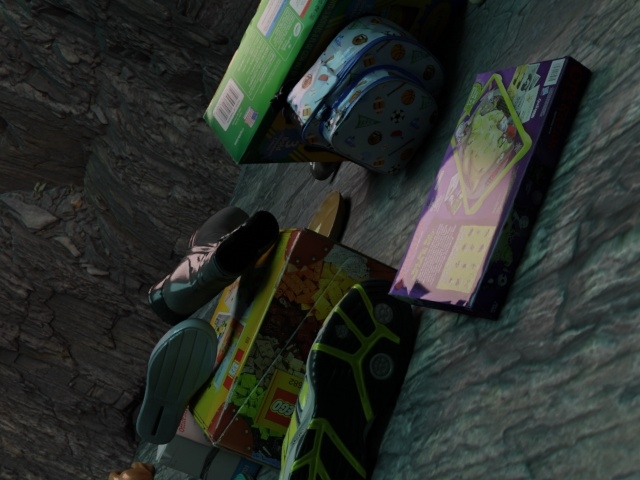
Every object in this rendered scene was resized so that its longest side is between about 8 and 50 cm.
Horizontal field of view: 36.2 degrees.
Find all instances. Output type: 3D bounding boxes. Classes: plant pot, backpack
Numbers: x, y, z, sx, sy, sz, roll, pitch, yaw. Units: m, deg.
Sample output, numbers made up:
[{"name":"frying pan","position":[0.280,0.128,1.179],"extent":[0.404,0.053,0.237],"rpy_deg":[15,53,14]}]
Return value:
[{"name":"plant pot","position":[0.000,0.000,2.190],"extent":[0.236,0.032,0.236],"rpy_deg":[-61,14,26]},{"name":"backpack","position":[0.094,-0.270,1.809],"extent":[0.213,0.276,0.263],"rpy_deg":[44,109,43]}]

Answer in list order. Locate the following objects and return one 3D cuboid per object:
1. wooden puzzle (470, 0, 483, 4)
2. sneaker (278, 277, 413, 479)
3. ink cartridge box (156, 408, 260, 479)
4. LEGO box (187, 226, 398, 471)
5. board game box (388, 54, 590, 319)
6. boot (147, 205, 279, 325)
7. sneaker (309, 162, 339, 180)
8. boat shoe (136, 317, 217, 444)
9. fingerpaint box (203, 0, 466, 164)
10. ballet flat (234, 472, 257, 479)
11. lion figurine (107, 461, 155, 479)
[{"name":"wooden puzzle","position":[0.348,-0.587,1.818],"extent":[0.221,0.044,0.239],"rpy_deg":[-47,22,54]},{"name":"sneaker","position":[0.018,0.232,1.428],"extent":[0.385,0.145,0.147],"rpy_deg":[-67,13,-15]},{"name":"ink cartridge box","position":[-0.221,0.411,1.961],"extent":[0.082,0.190,0.140],"rpy_deg":[-62,13,18]},{"name":"LEGO box","position":[-0.075,0.185,1.777],"extent":[0.373,0.193,0.500],"rpy_deg":[-67,13,-5]},{"name":"board game box","position":[0.219,-0.071,1.298],"extent":[0.208,0.056,0.347],"rpy_deg":[9,74,61]},{"name":"boot","position":[-0.149,0.010,1.744],"extent":[0.222,0.118,0.338],"rpy_deg":[-34,17,34]},{"name":"sneaker","position":[0.041,-0.257,2.392],"extent":[0.234,0.078,0.106],"rpy_deg":[-64,10,-2]},{"name":"boat shoe","position":[-0.262,0.239,1.761],"extent":[0.094,0.109,0.302],"rpy_deg":[-82,17,-55]},{"name":"fingerpaint box","position":[0.028,-0.365,1.978],"extent":[0.163,0.371,0.445],"rpy_deg":[53,128,28]},{"name":"ballet flat","position":[-0.091,0.468,1.536],"extent":[0.280,0.096,0.095],"rpy_deg":[-107,39,-70]},{"name":"lion figurine","position":[-0.281,0.511,1.776],"extent":[0.142,0.392,0.240],"rpy_deg":[-64,-22,-11]}]
